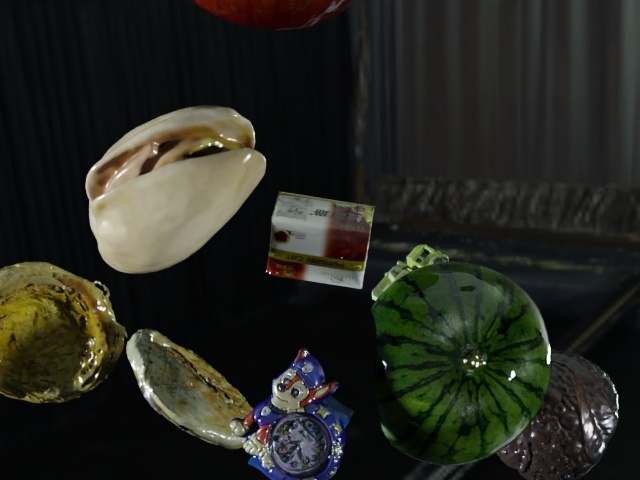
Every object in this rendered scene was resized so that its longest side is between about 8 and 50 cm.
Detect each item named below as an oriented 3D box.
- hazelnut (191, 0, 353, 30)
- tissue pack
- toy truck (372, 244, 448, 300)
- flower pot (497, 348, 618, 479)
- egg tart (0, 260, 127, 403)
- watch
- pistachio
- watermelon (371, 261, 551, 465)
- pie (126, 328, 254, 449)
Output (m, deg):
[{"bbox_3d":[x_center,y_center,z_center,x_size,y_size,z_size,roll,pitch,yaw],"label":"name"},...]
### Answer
[{"bbox_3d":[-0.095,-0.579,2.208,0.429,0.402,0.402,13,-159,10],"label":"hazelnut"},{"bbox_3d":[0.000,0.000,1.788,0.148,0.106,0.099,8,-145,3],"label":"tissue pack"},{"bbox_3d":[0.181,0.083,2.423,0.100,0.077,0.169,34,-110,21],"label":"toy truck"},{"bbox_3d":[0.398,0.309,2.308,0.267,0.266,0.266,33,-179,-27],"label":"flower pot"},{"bbox_3d":[-0.469,0.145,2.025,0.291,0.291,0.107,-3,-157,0],"label":"egg tart"},{"bbox_3d":[-0.031,0.300,1.889,0.196,0.171,0.200,-45,174,-4],"label":"watch"},{"bbox_3d":[-0.211,-0.071,1.692,0.318,0.193,0.214,-28,154,30],"label":"pistachio"},{"bbox_3d":[0.232,0.204,1.861,0.331,0.331,0.189,-5,-172,-7],"label":"watermelon"},{"bbox_3d":[-0.236,0.288,2.270,0.339,0.077,0.339,39,-172,-6],"label":"pie"}]
